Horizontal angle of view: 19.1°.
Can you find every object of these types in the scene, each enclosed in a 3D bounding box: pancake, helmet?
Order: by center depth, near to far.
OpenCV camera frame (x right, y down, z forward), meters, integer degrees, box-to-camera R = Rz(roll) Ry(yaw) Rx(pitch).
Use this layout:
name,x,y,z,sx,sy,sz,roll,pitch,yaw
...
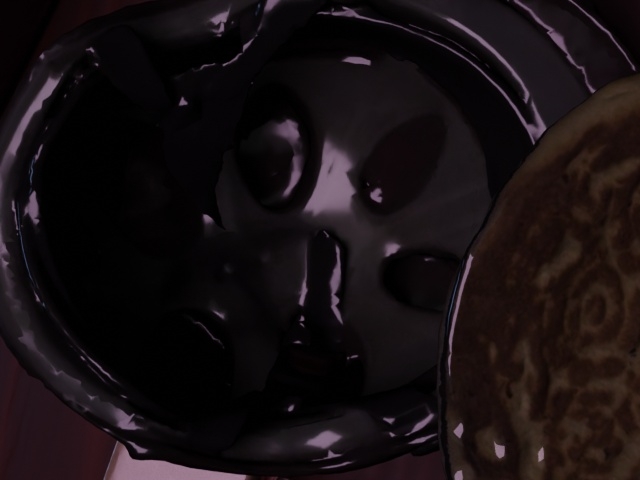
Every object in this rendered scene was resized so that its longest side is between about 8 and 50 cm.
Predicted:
name,x,y,z,sx,sy,sz,roll,pitch,yaw
pancake,0.157,0.049,0.792,0.031,0.250,0.250,-163,70,-69
helmet,0.000,0.000,0.876,0.305,0.177,0.225,-8,77,-6

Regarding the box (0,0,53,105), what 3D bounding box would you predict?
name,x,y,z,sx,sy,sz,roll,pitch,yaw
box,-0.248,-0.146,0.999,0.193,0.167,0.294,39,112,20

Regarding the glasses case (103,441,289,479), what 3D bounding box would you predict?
name,x,y,z,sx,sy,sz,roll,pitch,yaw
glasses case,-0.059,0.142,0.991,0.102,0.070,0.193,22,97,18
